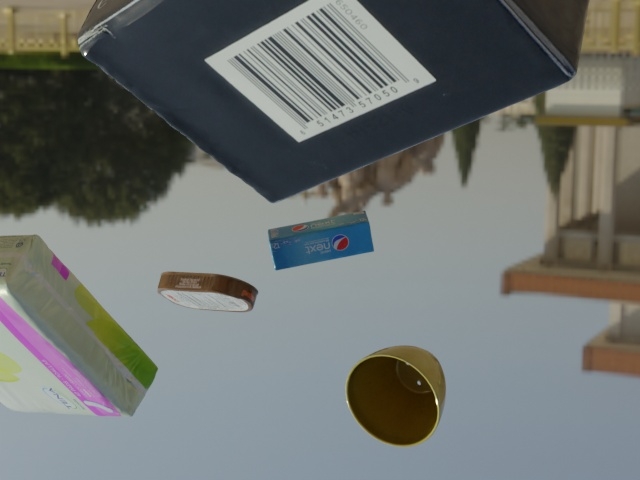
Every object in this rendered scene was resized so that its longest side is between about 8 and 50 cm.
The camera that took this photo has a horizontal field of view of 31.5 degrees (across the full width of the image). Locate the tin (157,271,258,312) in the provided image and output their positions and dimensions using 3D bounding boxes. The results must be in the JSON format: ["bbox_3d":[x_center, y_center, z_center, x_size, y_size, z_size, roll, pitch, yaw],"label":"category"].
[{"bbox_3d":[-0.197,0.089,1.956,0.189,0.040,0.106,1,153,32],"label":"tin"}]

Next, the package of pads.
[{"bbox_3d":[-0.385,0.117,1.468,0.229,0.297,0.101,-3,-132,31],"label":"package of pads"}]

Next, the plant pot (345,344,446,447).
[{"bbox_3d":[0.114,0.193,1.508,0.134,0.134,0.095,5,-158,28],"label":"plant pot"}]

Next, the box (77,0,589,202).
[{"bbox_3d":[0.041,-0.273,0.856,0.293,0.396,0.212,-21,131,42],"label":"box"}]

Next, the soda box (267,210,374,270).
[{"bbox_3d":[0.000,0.000,2.345,0.210,0.071,0.067,-11,-158,0],"label":"soda box"}]
